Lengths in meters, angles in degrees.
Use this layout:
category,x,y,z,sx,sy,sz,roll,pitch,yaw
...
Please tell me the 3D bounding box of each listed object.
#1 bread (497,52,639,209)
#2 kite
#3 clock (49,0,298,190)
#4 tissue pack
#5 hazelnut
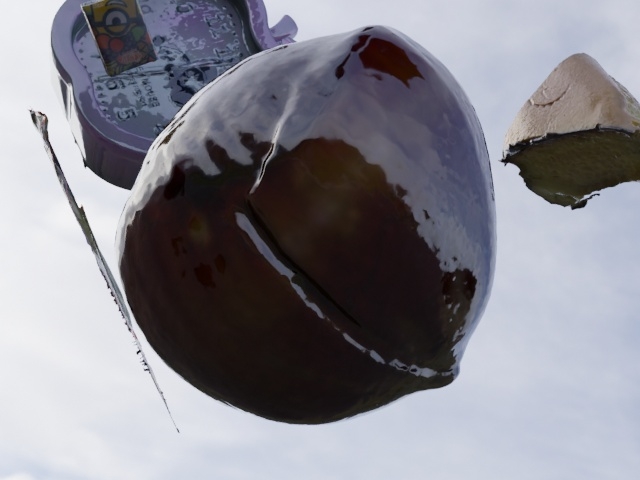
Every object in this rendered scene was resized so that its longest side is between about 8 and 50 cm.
category,x,y,z,sx,sy,sz,roll,pitch,yaw
bread,0.298,-0.098,1.114,0.140,0.169,0.160,34,-65,-26
kite,-0.191,0.032,0.879,0.327,0.013,0.377,70,-13,-13
clock,-0.177,-0.214,1.265,0.339,0.338,0.102,24,-30,-4
tissue pack,-0.223,-0.232,1.090,0.035,0.063,0.083,40,-31,60
hazelnut,0.000,0.000,0.565,0.230,0.229,0.229,13,-38,10
